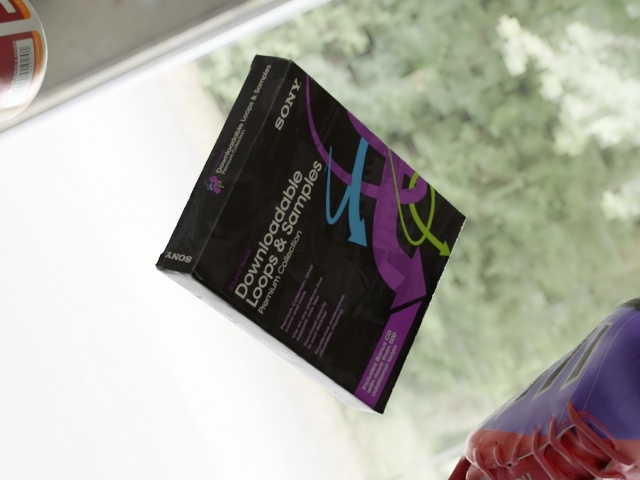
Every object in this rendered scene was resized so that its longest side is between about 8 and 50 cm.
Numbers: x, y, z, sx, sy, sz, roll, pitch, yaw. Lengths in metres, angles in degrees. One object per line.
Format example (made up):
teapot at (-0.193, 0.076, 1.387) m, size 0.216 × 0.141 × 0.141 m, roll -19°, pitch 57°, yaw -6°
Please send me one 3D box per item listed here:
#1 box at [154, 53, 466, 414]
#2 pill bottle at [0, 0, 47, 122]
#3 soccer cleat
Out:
box at (0.000, 0.000, 0.962) m, size 0.029 × 0.116 × 0.162 m, roll 10°, pitch -20°, yaw 44°
pill bottle at (-0.215, -0.093, 1.038) m, size 0.086 × 0.086 × 0.152 m, roll 65°, pitch 26°, yaw 0°
soccer cleat at (0.145, 0.120, 1.135) m, size 0.108 × 0.116 × 0.318 m, roll 62°, pitch -15°, yaw 11°
